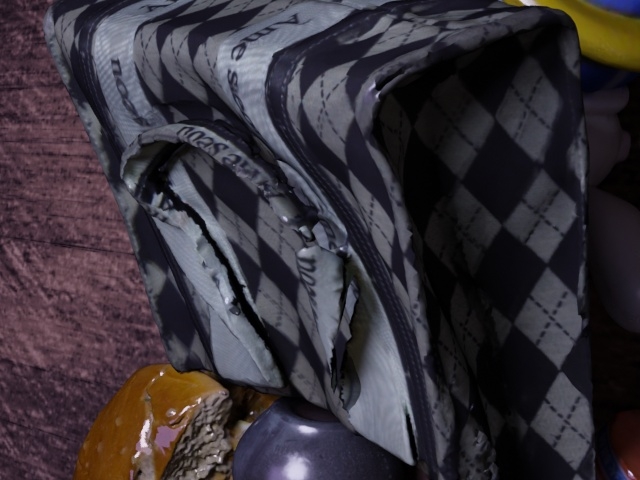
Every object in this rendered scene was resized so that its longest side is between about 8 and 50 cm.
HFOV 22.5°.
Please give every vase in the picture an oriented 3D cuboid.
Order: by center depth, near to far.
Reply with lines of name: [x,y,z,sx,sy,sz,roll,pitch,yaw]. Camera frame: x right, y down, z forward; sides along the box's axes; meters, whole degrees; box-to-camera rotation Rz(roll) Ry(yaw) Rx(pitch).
vase: [-0.004,0.201,1.125,0.120,0.120,0.182,23,114,52]

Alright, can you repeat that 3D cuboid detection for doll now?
doll: [0.138,-0.099,0.968,0.242,0.160,0.311,-47,51,33]

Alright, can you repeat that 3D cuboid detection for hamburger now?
hamburger: [-0.125,0.204,1.242,0.156,0.144,0.283,46,119,47]

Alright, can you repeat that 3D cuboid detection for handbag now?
handbag: [0.000,0.000,0.971,0.416,0.180,0.316,23,131,58]

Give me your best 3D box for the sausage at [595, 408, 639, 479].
sausage: [0.122,0.211,0.986,0.274,0.074,0.074,-51,46,33]
